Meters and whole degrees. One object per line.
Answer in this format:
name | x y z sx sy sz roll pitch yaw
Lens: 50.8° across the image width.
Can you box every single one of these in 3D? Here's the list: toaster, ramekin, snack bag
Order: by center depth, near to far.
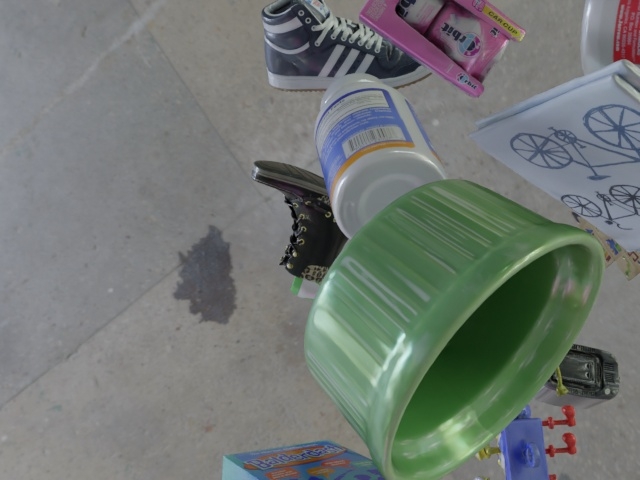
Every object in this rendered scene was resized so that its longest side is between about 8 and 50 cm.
ramekin | 0.129 0.085 0.686 0.148 0.303 0.303 40 103 36
snack bag | 0.404 -0.087 0.884 0.343 0.323 0.037 32 78 -12
toaster | 0.590 0.329 1.625 0.227 0.146 0.129 9 61 2

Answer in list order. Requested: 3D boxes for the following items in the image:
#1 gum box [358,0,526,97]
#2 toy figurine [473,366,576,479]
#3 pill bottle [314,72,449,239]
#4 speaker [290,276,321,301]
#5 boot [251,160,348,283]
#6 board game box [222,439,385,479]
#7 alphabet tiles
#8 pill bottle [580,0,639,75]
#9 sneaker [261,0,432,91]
gum box | 0.092 -0.179 0.556 0.107 0.188 0.062 33 106 -7
toy figurine | 0.361 0.322 1.149 0.191 0.217 0.362 -3 81 6
pill bottle | 0.072 -0.124 0.933 0.152 0.272 0.152 -5 128 -6
speaker | 0.075 0.135 1.818 0.297 0.131 0.131 20 96 -1
boot | -0.037 -0.027 1.165 0.178 0.236 0.085 -64 32 14
board game box | 0.002 0.289 0.781 0.210 0.160 0.047 1 89 56
alphabet tiles | 0.661 -0.070 1.511 0.011 0.342 0.285 -22 69 -8
pill bottle | 0.591 -0.294 0.906 0.408 0.229 0.229 17 96 38
sneaker | 0.042 -0.319 1.049 0.282 0.099 0.153 -1 132 12
